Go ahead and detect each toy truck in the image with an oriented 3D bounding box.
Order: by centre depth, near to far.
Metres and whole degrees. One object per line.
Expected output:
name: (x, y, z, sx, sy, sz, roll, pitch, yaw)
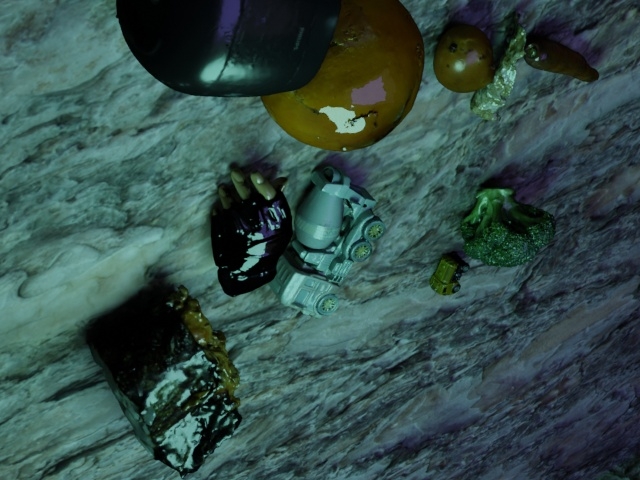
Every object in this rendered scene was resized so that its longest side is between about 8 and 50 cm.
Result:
toy truck: (0.000, 0.000, 1.985, 0.140, 0.108, 0.257, 18, 112, -36)
toy truck: (0.254, 0.070, 2.333, 0.054, 0.049, 0.083, -7, 130, -37)

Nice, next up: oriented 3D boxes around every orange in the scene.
orange: (0.028, -0.248, 1.644, 0.246, 0.246, 0.246, -25, 140, -23)

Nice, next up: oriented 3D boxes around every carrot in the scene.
carrot: (0.438, -0.322, 2.107, 0.248, 0.059, 0.059, 6, 123, -50)

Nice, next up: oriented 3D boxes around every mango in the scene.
mango: (0.243, -0.288, 1.933, 0.105, 0.084, 0.159, -39, 144, 5)

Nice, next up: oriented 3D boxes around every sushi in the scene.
sushi: (-0.224, 0.251, 1.924, 0.207, 0.234, 0.348, -34, 148, -11)

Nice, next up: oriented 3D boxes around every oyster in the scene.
oyster: (0.310, -0.295, 2.004, 0.061, 0.106, 0.200, 14, 107, -2)

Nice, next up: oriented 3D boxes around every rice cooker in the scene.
rice cooker: (-0.122, -0.304, 1.442, 0.224, 0.267, 0.267, -3, 129, -33)

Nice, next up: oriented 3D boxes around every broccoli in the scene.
broccoli: (0.358, -0.027, 2.244, 0.195, 0.195, 0.156, -10, 95, -37)

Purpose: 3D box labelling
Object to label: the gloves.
gloves: (-0.108, -0.025, 1.855, 0.164, 0.124, 0.203, -43, 156, -32)
